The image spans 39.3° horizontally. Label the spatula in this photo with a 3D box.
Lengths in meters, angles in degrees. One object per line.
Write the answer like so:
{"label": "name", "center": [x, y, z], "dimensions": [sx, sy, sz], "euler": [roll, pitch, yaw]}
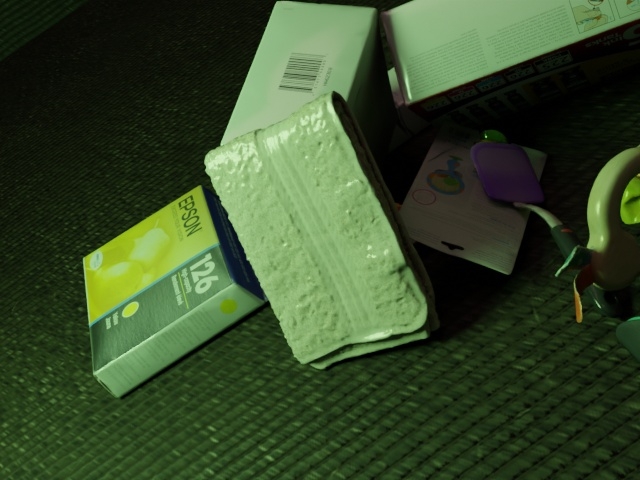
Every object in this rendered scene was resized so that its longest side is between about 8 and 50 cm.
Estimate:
{"label": "spatula", "center": [0.245, -0.019, 0.973], "dimensions": [0.084, 0.030, 0.296], "euler": [3, 35, -21]}

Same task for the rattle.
{"label": "rattle", "center": [0.270, -0.010, 0.897], "dimensions": [0.200, 0.130, 0.143], "euler": [-48, 38, -12]}

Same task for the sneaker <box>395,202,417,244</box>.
{"label": "sneaker", "center": [0.080, -0.005, 1.089], "dimensions": [0.175, 0.067, 0.064], "euler": [-40, -1, -19]}

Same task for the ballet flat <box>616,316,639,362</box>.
{"label": "ballet flat", "center": [0.331, 0.108, 0.735], "dimensions": [0.203, 0.074, 0.074], "euler": [6, 50, 42]}

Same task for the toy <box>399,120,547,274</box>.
{"label": "toy", "center": [0.176, -0.045, 1.056], "dimensions": [0.137, 0.056, 0.237], "euler": [20, 46, 9]}

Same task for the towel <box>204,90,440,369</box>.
{"label": "towel", "center": [0.000, 0.000, 0.977], "dimensions": [0.187, 0.282, 0.049], "euler": [-21, 11, 29]}

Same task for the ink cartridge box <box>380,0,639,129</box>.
{"label": "ink cartridge box", "center": [0.273, -0.250, 1.137], "dimensions": [0.309, 0.272, 0.130], "euler": [-18, 79, 22]}

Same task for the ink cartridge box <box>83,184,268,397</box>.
{"label": "ink cartridge box", "center": [-0.193, 0.038, 1.286], "dimensions": [0.307, 0.072, 0.303], "euler": [-34, 32, 3]}

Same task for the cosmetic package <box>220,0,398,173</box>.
{"label": "cosmetic package", "center": [-0.003, -0.139, 1.134], "dimensions": [0.138, 0.225, 0.224], "euler": [9, 63, 18]}

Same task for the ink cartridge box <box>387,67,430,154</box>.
{"label": "ink cartridge box", "center": [0.092, -0.185, 1.324], "dimensions": [0.150, 0.063, 0.109], "euler": [-34, 33, -2]}
